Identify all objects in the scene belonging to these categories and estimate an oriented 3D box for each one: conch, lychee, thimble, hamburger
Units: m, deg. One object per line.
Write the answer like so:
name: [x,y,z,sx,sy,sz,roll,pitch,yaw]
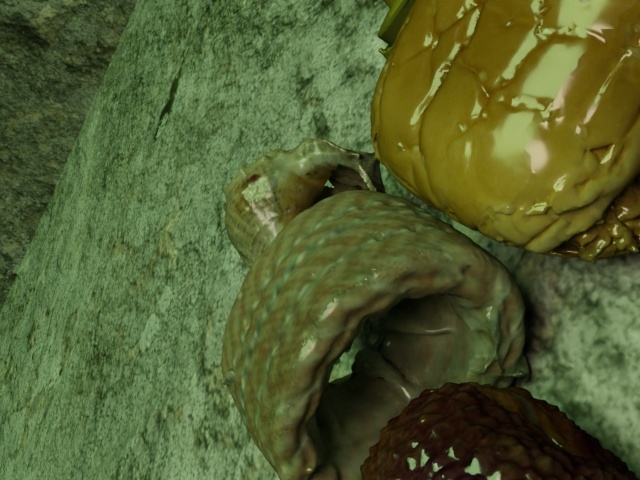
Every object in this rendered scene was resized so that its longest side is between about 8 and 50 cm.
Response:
conch: [0.000,0.000,0.754,0.178,0.163,0.245,124,139,-51]
lychee: [0.100,0.183,0.462,0.188,0.188,0.188,-35,43,42]
thimble: [0.036,0.082,0.599,0.229,0.196,0.148,-41,30,-4]
hamburger: [0.177,-0.140,0.575,0.319,0.158,0.318,-32,49,45]

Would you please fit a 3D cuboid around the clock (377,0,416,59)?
clock: [0.115,-0.295,0.782,0.237,0.057,0.237,-57,7,12]
